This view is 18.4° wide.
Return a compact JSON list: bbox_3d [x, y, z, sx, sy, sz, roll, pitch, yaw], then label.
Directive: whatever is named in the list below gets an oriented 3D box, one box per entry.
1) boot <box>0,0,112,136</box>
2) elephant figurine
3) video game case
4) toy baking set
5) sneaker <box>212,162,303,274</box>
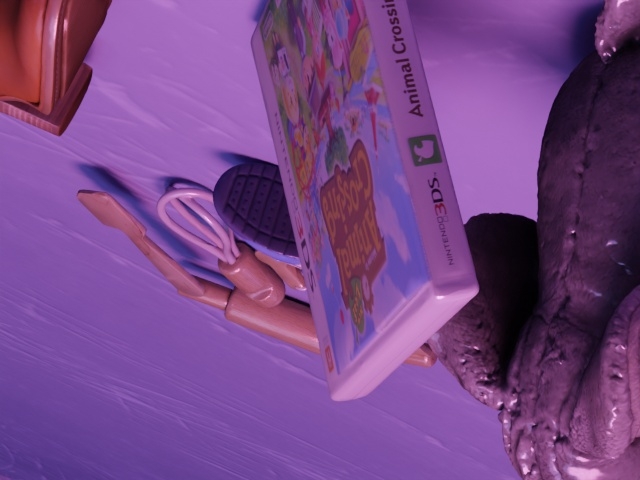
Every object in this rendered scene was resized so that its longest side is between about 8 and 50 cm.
[{"bbox_3d":[-0.195,-0.124,1.046,0.152,0.073,0.197,27,159,-3],"label":"boot"},{"bbox_3d":[0.131,0.043,0.857,0.186,0.239,0.169,32,165,0],"label":"elephant figurine"},{"bbox_3d":[0.012,-0.041,0.884,0.023,0.193,0.212,-10,167,-14],"label":"video game case"},{"bbox_3d":[-0.037,0.022,1.345,0.256,0.030,0.196,19,158,7],"label":"toy baking set"},{"bbox_3d":[0.000,0.000,1.199,0.144,0.053,0.059,24,163,-4],"label":"sneaker"}]
